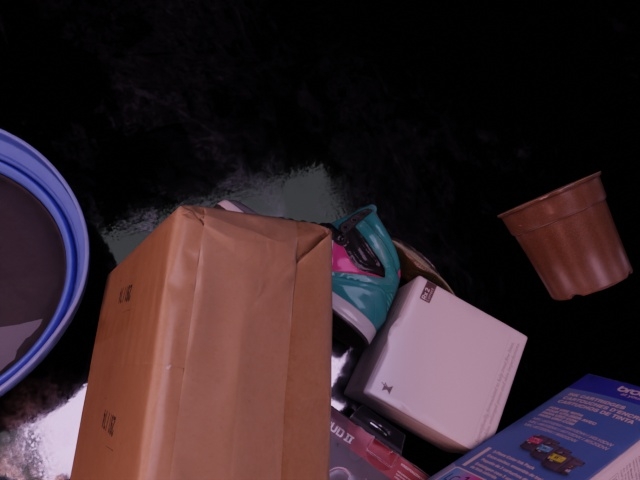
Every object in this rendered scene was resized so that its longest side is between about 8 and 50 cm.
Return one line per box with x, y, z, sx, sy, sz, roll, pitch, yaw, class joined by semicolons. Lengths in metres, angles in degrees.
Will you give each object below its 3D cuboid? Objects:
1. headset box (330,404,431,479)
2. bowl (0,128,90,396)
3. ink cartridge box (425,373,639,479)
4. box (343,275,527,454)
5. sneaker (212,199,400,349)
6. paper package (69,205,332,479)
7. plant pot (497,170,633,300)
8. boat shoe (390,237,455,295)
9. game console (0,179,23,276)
0.009;0.353;0.626;0.218;0.110;0.293;35;69;1;headset box
-0.476;0.030;0.576;0.392;0.077;0.390;8;64;-16;bowl
0.330;0.348;0.609;0.396;0.151;0.269;-19;99;-23;ink cartridge box
0.160;0.178;0.712;0.182;0.119;0.180;30;69;-1;box
0.000;0.000;0.739;0.296;0.123;0.178;39;64;8;sneaker
-0.136;0.152;0.535;0.168;0.325;0.309;14;68;-29;paper package
0.399;-0.001;0.809;0.167;0.167;0.165;-21;85;-18;plant pot
0.159;0.049;0.791;0.152;0.056;0.049;45;36;0;boat shoe
-0.476;-0.018;0.660;0.144;0.085;0.123;-1;98;-13;game console
